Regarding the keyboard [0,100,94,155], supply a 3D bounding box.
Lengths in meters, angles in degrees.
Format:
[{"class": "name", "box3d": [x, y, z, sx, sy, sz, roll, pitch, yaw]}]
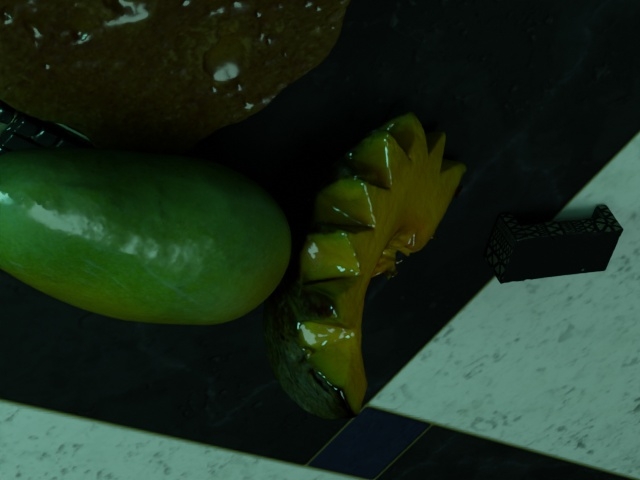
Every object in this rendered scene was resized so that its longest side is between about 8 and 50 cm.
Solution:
[{"class": "keyboard", "box3d": [-0.204, -0.041, 0.864, 0.106, 0.027, 0.317, -44, 136, 19]}]

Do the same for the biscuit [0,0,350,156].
[{"class": "biscuit", "box3d": [-0.097, -0.172, 0.763, 0.273, 0.049, 0.257, -36, 140, 18]}]

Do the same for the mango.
[{"class": "mango", "box3d": [-0.131, -0.001, 0.817, 0.251, 0.114, 0.156, 5, 171, -42]}]

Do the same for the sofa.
[{"class": "sofa", "box3d": [0.217, 0.002, 1.100, 0.117, 0.039, 0.060, -6, 136, -21]}]

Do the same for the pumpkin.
[{"class": "pumpkin", "box3d": [0.000, 0.000, 0.935, 0.149, 0.254, 0.130, 0, 141, 38]}]
